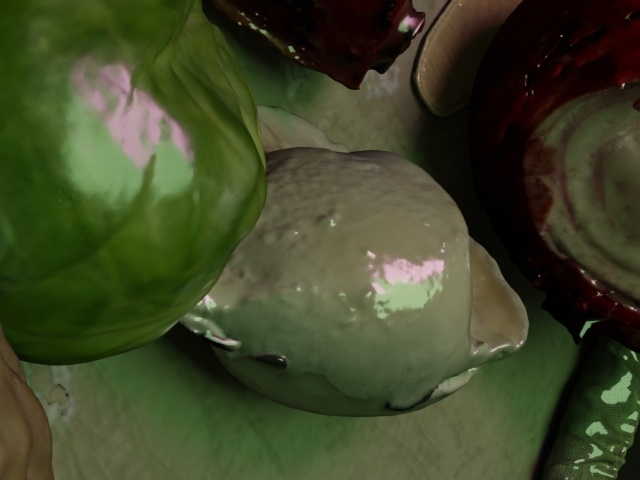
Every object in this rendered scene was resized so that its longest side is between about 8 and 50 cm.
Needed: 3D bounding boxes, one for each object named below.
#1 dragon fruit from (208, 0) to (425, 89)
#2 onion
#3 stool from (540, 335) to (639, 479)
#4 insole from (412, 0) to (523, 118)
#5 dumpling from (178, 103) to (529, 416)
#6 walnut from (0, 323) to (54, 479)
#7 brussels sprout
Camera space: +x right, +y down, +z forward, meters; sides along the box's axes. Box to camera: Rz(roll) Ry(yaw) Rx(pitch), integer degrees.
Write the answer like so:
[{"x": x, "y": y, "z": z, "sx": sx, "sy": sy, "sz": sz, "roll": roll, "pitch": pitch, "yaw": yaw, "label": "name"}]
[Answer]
[{"x": 0.058, "y": -0.275, "z": 0.995, "sx": 0.330, "sy": 0.240, "sz": 0.302, "roll": -43, "pitch": 136, "yaw": -31, "label": "dragon fruit"}, {"x": 0.285, "y": -0.088, "z": 1.153, "sx": 0.341, "sy": 0.341, "sz": 0.341, "roll": 4, "pitch": 85, "yaw": -45, "label": "onion"}, {"x": 0.369, "y": 0.218, "z": 1.286, "sx": 0.310, "sy": 0.226, "sz": 0.310, "roll": 46, "pitch": 57, "yaw": -35, "label": "stool"}, {"x": 0.142, "y": -0.187, "z": 1.231, "sx": 0.081, "sy": 0.011, "sz": 0.248, "roll": 54, "pitch": 52, "yaw": -28, "label": "insole"}, {"x": 0.005, "y": -0.002, "z": 0.992, "sx": 0.243, "sy": 0.175, "sz": 0.227, "roll": 43, "pitch": 28, "yaw": -51, "label": "dumpling"}, {"x": -0.248, "y": 0.115, "z": 0.660, "sx": 0.273, "sy": 0.273, "sz": 0.227, "roll": 31, "pitch": 35, "yaw": -40, "label": "walnut"}, {"x": -0.133, "y": -0.054, "z": 0.805, "sx": 0.244, "sy": 0.244, "sz": 0.244, "roll": 4, "pitch": 85, "yaw": -45, "label": "brussels sprout"}]
